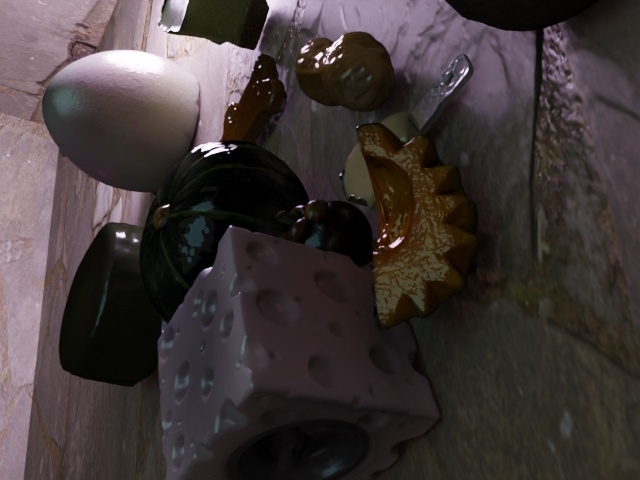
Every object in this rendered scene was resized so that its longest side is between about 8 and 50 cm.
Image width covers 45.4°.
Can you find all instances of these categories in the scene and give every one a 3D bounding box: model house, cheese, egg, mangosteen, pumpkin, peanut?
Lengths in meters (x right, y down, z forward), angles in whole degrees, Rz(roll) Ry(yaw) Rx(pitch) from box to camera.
[{"bbox_3d":[-0.215,-0.501,1.607,0.214,0.189,0.195,35,108,61],"label":"model house"},{"bbox_3d":[0.114,-0.135,0.996,0.255,0.050,0.127,-51,37,37],"label":"cheese"},{"bbox_3d":[-0.516,-0.312,1.905,0.354,0.340,0.354,-32,50,49],"label":"egg"},{"bbox_3d":[0.000,0.000,1.048,0.140,0.140,0.140,-34,49,50],"label":"mangosteen"},{"bbox_3d":[-0.148,0.000,1.199,0.323,0.241,0.323,-48,33,46],"label":"pumpkin"},{"bbox_3d":[0.032,-0.253,1.152,0.117,0.101,0.263,-51,26,-7],"label":"peanut"},{"bbox_3d":[0.125,-0.012,0.901,0.130,0.149,0.254,-14,65,15],"label":"pumpkin"}]

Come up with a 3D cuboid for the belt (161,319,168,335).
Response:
[{"bbox_3d":[-0.271,0.142,1.523,0.147,0.082,0.163,-62,30,31],"label":"belt"}]

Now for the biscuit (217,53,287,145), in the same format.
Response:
[{"bbox_3d":[-0.150,-0.217,1.508,0.301,0.049,0.197,-55,30,33],"label":"biscuit"}]

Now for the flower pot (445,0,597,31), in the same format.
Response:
[{"bbox_3d":[0.198,-0.378,0.791,0.302,0.213,0.302,-33,51,51],"label":"flower pot"}]

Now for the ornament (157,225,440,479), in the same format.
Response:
[{"bbox_3d":[-0.043,0.167,0.938,0.240,0.239,0.239,-54,35,34],"label":"ornament"}]

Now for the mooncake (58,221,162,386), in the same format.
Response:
[{"bbox_3d":[-0.440,0.142,1.711,0.356,0.194,0.356,-38,43,45],"label":"mooncake"}]
